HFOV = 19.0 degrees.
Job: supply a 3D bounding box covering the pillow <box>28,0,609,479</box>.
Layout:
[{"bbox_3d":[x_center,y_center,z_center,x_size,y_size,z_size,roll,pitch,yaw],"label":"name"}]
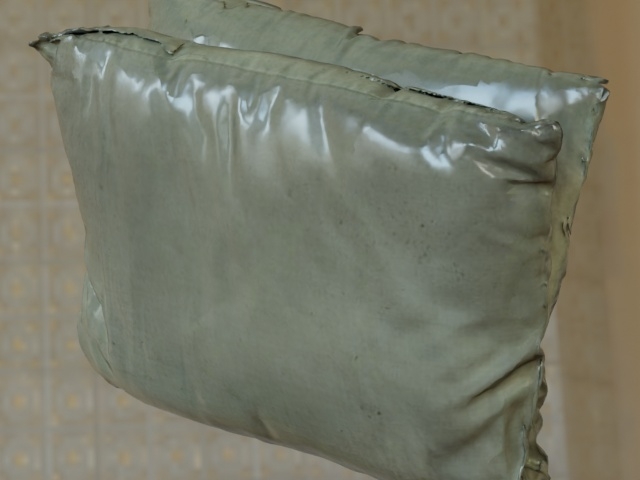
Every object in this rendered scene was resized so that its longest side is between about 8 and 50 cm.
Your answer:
[{"bbox_3d":[0.000,0.000,0.565,0.181,0.134,0.078,16,21,35],"label":"pillow"}]
